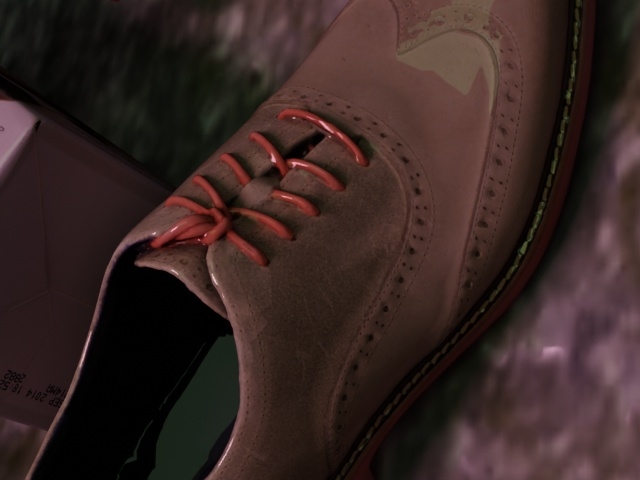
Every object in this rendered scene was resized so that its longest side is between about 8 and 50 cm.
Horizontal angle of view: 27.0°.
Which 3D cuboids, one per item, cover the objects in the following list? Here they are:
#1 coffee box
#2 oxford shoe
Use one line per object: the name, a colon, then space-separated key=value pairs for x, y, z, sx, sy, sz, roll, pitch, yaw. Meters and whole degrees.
coffee box: x=-0.196 y=-0.042 z=0.614 sx=0.297 sy=0.168 sz=0.119 roll=33 pitch=90 yaw=32
oxford shoe: x=0.000 y=0.000 z=0.515 sx=0.123 sy=0.130 sz=0.348 roll=22 pitch=84 yaw=32
